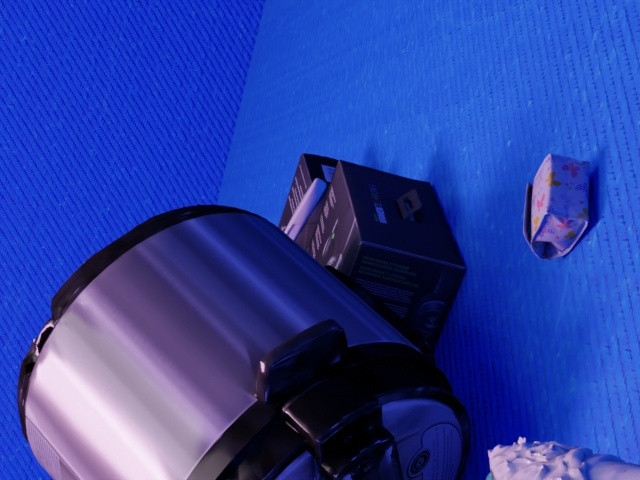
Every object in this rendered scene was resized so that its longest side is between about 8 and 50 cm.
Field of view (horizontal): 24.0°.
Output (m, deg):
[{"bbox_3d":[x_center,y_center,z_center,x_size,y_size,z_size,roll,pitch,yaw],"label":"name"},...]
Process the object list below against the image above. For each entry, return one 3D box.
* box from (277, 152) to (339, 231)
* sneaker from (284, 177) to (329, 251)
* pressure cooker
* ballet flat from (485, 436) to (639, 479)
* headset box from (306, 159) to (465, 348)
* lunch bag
[{"bbox_3d":[0.000,0.000,2.195,0.153,0.108,0.207,-106,31,-65],"label":"box"},{"bbox_3d":[-0.013,0.076,2.030,0.295,0.147,0.104,-61,3,-10],"label":"sneaker"},{"bbox_3d":[-0.058,0.213,1.515,0.420,0.370,0.375,41,100,36],"label":"pressure cooker"},{"bbox_3d":[0.228,0.231,0.988,0.409,0.147,0.147,-114,39,-65],"label":"ballet flat"},{"bbox_3d":[0.055,0.067,1.830,0.246,0.131,0.283,-103,30,-65],"label":"headset box"},{"bbox_3d":[0.218,-0.029,1.410,0.083,0.053,0.071,107,172,-60],"label":"lunch bag"}]
